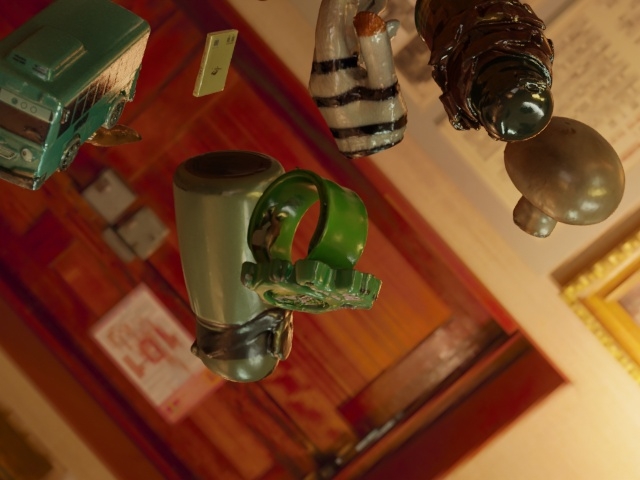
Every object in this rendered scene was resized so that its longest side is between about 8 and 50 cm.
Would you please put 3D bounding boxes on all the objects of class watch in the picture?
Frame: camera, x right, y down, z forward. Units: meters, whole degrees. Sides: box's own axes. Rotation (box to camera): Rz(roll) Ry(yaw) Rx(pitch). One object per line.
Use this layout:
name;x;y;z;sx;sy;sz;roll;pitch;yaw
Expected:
watch;0.000;0.000;1.414;0.165;0.131;0.152;-12;-118;45

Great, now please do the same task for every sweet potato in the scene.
sweet potato;-0.331;-0.161;1.860;0.044;0.044;0.179;-42;151;26

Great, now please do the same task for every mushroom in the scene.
mushroom;0.376;-0.092;2.015;0.204;0.204;0.204;-42;180;0

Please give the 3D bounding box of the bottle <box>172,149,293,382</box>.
bottle;-0.127;0.046;1.899;0.168;0.347;0.168;-2;-157;1

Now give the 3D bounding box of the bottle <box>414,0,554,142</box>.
bottle;0.191;-0.213;1.478;0.271;0.143;0.156;-103;-149;-51

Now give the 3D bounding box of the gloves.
gloves;0.038;-0.219;1.541;0.131;0.219;0.140;-18;-164;14

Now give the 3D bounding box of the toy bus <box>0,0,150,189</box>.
toy bus;-0.307;-0.182;1.453;0.147;0.128;0.256;-67;175;35

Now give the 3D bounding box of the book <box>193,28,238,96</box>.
book;-0.175;-0.296;2.097;0.077;0.014;0.111;-25;138;-56
